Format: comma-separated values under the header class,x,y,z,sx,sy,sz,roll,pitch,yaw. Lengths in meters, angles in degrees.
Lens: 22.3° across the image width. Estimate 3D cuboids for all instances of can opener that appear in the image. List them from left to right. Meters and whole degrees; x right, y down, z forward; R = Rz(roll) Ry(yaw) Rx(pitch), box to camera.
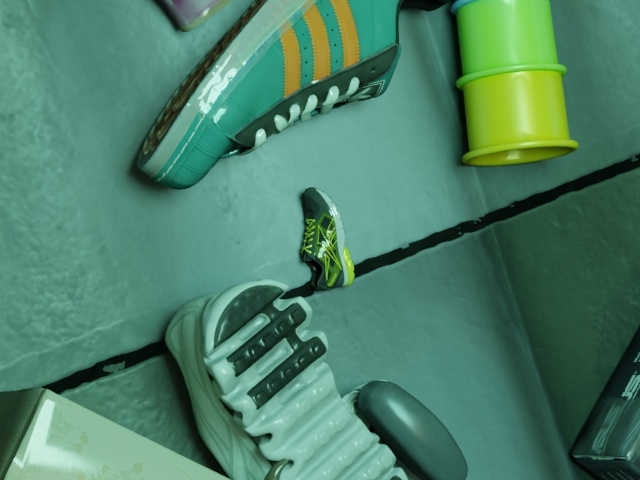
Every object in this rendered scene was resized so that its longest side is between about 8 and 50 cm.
class,x,y,z,sx,sy,sz,roll,pitch,yaw
can opener,0.099,0.232,1.245,0.076,0.095,0.283,-36,100,-23

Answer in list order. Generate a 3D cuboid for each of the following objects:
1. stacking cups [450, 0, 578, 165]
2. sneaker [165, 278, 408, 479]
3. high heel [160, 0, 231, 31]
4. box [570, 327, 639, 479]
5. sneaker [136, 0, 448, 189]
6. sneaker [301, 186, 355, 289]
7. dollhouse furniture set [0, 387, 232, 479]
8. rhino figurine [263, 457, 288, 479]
class,x,y,z,sx,sy,sz,roll,pitch,yaw
stacking cups,0.147,-0.222,1.325,0.096,0.096,0.316,-2,82,-25
sneaker,-0.021,0.161,1.191,0.110,0.118,0.292,-32,105,-33
high heel,-0.055,-0.276,1.235,0.244,0.082,0.117,-41,111,-10
box,0.448,0.169,1.416,0.395,0.097,0.318,38,69,-17
sneaker,-0.009,-0.133,1.225,0.121,0.108,0.302,44,68,-11
sneaker,0.000,0.000,1.258,0.035,0.031,0.083,-21,94,-25
dollhouse furniture set,-0.221,0.302,0.999,0.362,0.256,0.394,29,74,-18
rhino figurine,-0.002,0.259,1.064,0.106,0.073,0.243,-16,64,8
